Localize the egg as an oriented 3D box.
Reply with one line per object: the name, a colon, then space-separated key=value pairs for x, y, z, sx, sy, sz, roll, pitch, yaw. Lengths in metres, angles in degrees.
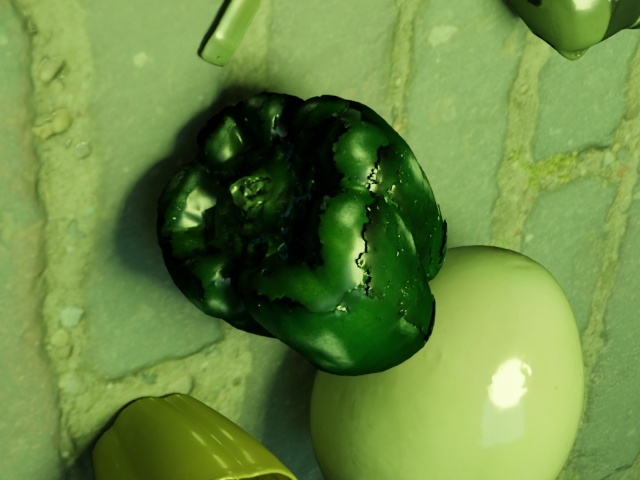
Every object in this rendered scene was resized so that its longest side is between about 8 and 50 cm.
egg: x=0.140 y=0.161 z=1.367 sx=0.283 sy=0.283 sz=0.345 roll=-5 pitch=129 yaw=-36

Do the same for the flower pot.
flower pot: x=-0.136 y=0.258 z=1.297 sx=0.195 sy=0.179 sz=0.195 roll=-19 pitch=128 yaw=-25

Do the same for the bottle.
bottle: x=0.344 y=-0.300 z=1.292 sx=0.347 sy=0.168 sz=0.168 roll=-24 pitch=132 yaw=-18

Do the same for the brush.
brush: x=-0.051 y=-0.231 z=1.127 sx=0.033 sy=0.030 sz=0.179 roll=11 pitch=112 yaw=-53

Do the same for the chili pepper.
chili pepper: x=0.000 y=0.000 z=1.188 sx=0.233 sy=0.248 sz=0.256 roll=-57 pitch=147 yaw=-7
